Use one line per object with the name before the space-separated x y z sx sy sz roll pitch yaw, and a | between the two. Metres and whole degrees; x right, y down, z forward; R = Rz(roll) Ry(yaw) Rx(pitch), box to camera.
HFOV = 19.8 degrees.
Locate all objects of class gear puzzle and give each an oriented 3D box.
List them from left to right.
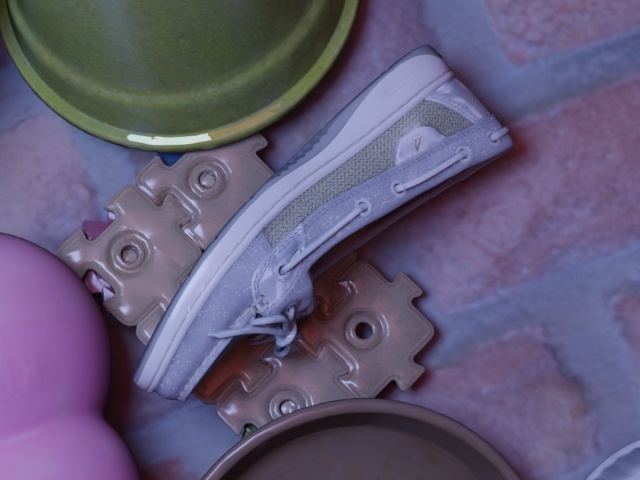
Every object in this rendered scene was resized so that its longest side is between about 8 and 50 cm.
gear puzzle | -0.017 0.071 1.333 0.339 0.044 0.175 44 78 4

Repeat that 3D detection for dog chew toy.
dog chew toy | -0.216 0.165 1.246 0.206 0.206 0.332 -22 80 1

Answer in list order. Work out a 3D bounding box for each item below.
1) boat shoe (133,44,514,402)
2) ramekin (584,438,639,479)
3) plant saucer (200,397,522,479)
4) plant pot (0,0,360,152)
boat shoe | 0.000 0.000 1.269 0.103 0.118 0.320 44 70 3
ramekin | 0.266 0.233 1.260 0.207 0.109 0.207 0 84 4
plant saucer | 0.026 0.246 1.280 0.277 0.041 0.278 0 93 -6
plant pot | -0.115 -0.232 1.246 0.276 0.254 0.276 -1 73 4
